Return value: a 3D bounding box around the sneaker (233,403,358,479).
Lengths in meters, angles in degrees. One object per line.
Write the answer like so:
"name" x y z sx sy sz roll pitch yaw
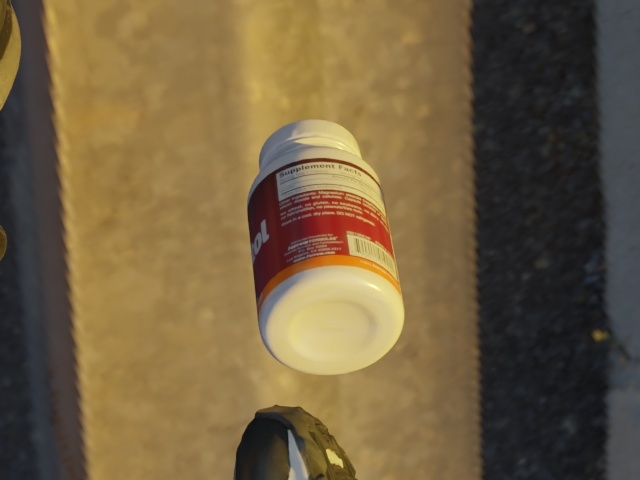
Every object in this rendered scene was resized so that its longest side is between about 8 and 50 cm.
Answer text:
"sneaker" -0.038 0.186 0.608 0.108 0.100 0.271 7 83 13

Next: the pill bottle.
"pill bottle" 0.000 0.000 1.135 0.086 0.152 0.086 -4 133 -4

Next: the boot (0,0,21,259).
"boot" -0.225 -0.059 1.010 0.338 0.118 0.222 22 149 47
